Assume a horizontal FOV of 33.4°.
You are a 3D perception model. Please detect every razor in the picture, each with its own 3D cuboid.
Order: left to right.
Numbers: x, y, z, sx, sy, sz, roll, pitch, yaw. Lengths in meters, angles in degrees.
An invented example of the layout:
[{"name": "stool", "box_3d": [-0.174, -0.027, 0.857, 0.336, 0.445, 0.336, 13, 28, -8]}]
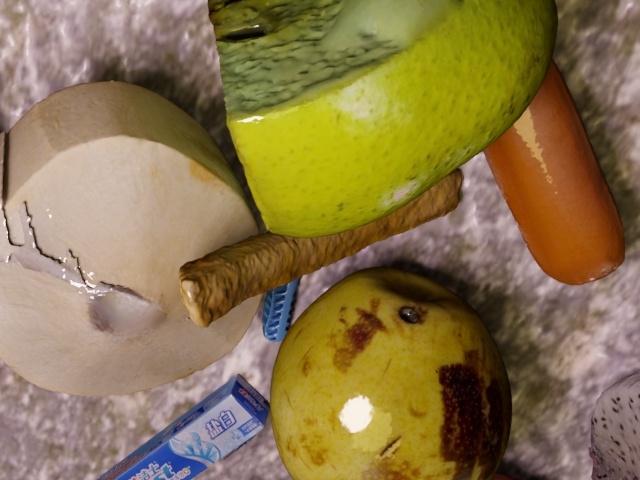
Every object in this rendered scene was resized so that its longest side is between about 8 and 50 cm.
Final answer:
[{"name": "razor", "box_3d": [-0.032, 0.008, 1.220, 0.082, 0.042, 0.253, 36, 127, 38]}]

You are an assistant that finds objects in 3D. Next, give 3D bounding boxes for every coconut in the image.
[{"name": "coconut", "box_3d": [-0.210, 0.006, 1.086, 0.322, 0.323, 0.323, 3, 116, 7]}]

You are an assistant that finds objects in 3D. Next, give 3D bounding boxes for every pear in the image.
[{"name": "pear", "box_3d": [0.060, -0.170, 0.983, 0.317, 0.342, 0.239, -19, 132, 5]}, {"name": "pear", "box_3d": [0.080, 0.171, 1.163, 0.283, 0.283, 0.284, 3, 116, 7]}]

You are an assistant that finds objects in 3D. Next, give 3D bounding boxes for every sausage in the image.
[{"name": "sausage", "box_3d": [0.235, -0.075, 1.107, 0.105, 0.105, 0.274, -22, 111, 18]}]

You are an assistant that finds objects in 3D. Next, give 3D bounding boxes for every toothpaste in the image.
[{"name": "toothpaste", "box_3d": [-0.183, 0.274, 1.365, 0.272, 0.053, 0.066, -38, 105, 23]}]

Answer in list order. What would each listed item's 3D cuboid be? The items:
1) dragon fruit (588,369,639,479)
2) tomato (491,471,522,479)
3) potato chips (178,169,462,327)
[{"name": "dragon fruit", "box_3d": [0.447, 0.252, 1.193, 0.221, 0.204, 0.283, -20, 97, -12]}, {"name": "tomato", "box_3d": [0.212, 0.351, 1.329, 0.174, 0.082, 0.166, 6, 113, 10]}, {"name": "potato chips", "box_3d": [0.000, 0.000, 1.058, 0.080, 0.407, 0.057, 3, 109, 43]}]
